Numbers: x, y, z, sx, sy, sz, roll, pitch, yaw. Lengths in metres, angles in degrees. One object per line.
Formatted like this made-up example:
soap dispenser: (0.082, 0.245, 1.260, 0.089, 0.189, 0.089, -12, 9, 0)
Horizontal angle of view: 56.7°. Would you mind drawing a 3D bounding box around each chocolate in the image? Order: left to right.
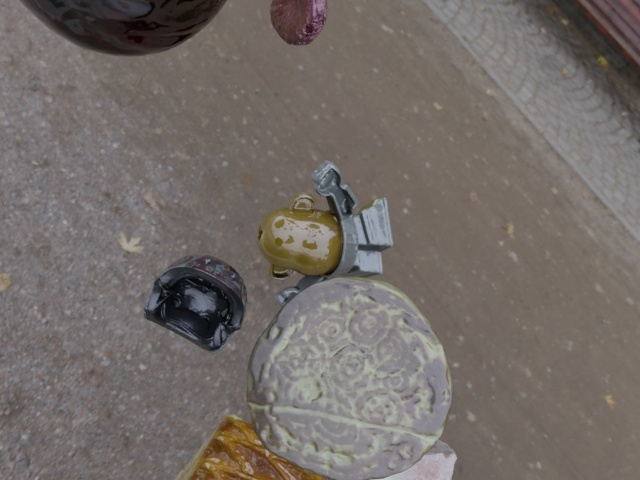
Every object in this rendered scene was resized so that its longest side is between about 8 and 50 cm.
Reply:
chocolate: (-0.265, -0.432, 0.782, 0.384, 0.383, 0.331, 17, 17, -30)

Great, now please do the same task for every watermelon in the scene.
watermelon: (0.147, 0.460, 1.124, 0.232, 0.193, 0.310, -35, 97, -11)

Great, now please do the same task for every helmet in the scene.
helmet: (-0.189, 0.086, 0.969, 0.153, 0.177, 0.107, 33, 34, -10)

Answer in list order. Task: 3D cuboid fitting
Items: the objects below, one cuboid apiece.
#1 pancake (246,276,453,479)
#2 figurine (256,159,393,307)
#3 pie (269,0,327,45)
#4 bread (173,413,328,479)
pancake: (0.033, 0.161, 0.713, 0.031, 0.250, 0.250, 66, -2, -69)
figurine: (0.001, 0.000, 1.278, 0.285, 0.167, 0.342, 1, 98, -29)
pie: (-0.038, -0.410, 1.011, 0.038, 0.153, 0.153, -12, 65, -37)
bread: (-0.134, 0.483, 0.985, 0.279, 0.207, 0.279, 36, 18, 2)
